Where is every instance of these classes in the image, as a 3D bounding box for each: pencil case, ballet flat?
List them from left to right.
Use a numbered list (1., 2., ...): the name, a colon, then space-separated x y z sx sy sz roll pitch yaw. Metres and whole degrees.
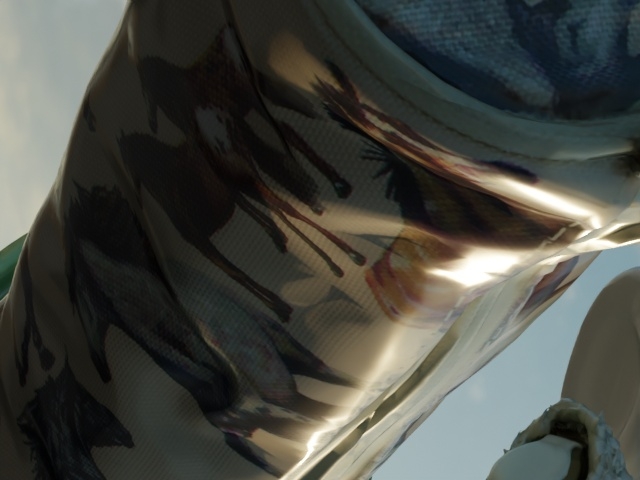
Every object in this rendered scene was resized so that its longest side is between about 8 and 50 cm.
1. pencil case: 0.000 0.000 0.557 0.183 0.160 0.410 63 -31 16
2. ballet flat: 0.111 0.261 1.299 0.147 0.409 0.147 21 -46 23

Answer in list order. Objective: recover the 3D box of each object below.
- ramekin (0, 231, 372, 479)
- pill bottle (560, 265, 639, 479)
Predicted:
1. ramekin: -0.128 0.129 1.170 0.148 0.303 0.303 165 -85 -73
2. pill bottle: 0.435 0.172 1.567 0.224 0.392 0.224 -166 -90 -77
